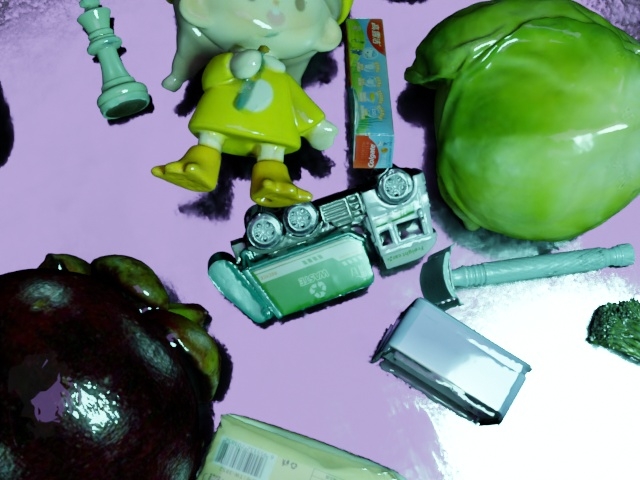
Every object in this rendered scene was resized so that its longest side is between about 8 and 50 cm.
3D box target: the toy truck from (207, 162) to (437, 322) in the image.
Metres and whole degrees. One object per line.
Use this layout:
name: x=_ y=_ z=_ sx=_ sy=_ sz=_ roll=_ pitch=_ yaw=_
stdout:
toy truck: x=0.000 y=0.000 z=1.854 sx=0.253 sy=0.114 sz=0.124 roll=-18 pitch=98 yaw=-2

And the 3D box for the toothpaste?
toothpaste: x=0.052 y=-0.168 z=1.834 sx=0.044 sy=0.070 sz=0.193 roll=0 pitch=46 yaw=-3

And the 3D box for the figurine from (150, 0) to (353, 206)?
figurine: x=-0.077 y=-0.209 z=1.808 sx=0.215 sy=0.187 sz=0.344 roll=18 pitch=67 yaw=-25

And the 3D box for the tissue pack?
tissue pack: x=-0.034 y=0.303 z=1.832 sx=0.222 sy=0.090 sz=0.186 roll=19 pitch=83 yaw=0

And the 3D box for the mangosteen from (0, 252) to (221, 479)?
mangosteen: x=-0.251 y=0.154 z=1.762 sx=0.307 sy=0.307 sz=0.347 roll=39 pitch=56 yaw=3

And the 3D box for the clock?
clock: x=0.134 y=0.129 z=1.797 sx=0.144 sy=0.193 sz=0.073 roll=32 pitch=83 yaw=2

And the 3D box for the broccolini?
broccolini: x=0.400 y=0.128 z=1.879 sx=0.216 sy=0.058 sz=0.067 roll=24 pitch=126 yaw=-5

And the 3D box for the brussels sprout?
brussels sprout: x=0.229 y=-0.130 z=1.815 sx=0.294 sy=0.227 sz=0.259 roll=5 pitch=92 yaw=25

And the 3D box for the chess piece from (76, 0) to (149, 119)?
chess piece: x=-0.241 y=-0.212 z=1.900 sx=0.059 sy=0.059 sz=0.149 roll=-21 pitch=80 yaw=-2

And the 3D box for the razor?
razor: x=0.233 y=0.031 z=1.868 sx=0.232 sy=0.106 sz=0.068 roll=-7 pitch=85 yaw=-10
